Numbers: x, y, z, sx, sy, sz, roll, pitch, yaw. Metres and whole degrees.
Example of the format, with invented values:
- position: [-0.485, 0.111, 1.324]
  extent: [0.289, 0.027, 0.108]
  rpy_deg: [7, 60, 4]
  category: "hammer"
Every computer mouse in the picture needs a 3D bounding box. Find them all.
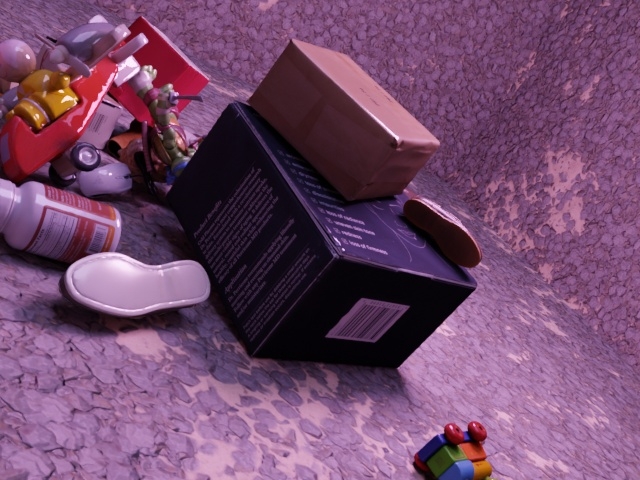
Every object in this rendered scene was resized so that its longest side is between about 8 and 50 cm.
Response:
- position: [-0.441, -0.135, 1.771]
  extent: [0.042, 0.106, 0.193]
  rpy_deg: [-5, 10, 40]
  category: "computer mouse"

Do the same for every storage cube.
- position: [-0.435, -0.424, 2.064]
  extent: [0.215, 0.193, 0.183]
  rpy_deg: [46, 5, 7]
  category: "storage cube"

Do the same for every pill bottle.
- position: [-0.467, -0.031, 1.396]
  extent: [0.216, 0.121, 0.121]
  rpy_deg: [20, 20, -35]
  category: "pill bottle"

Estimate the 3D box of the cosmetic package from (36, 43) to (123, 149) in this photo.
- position: [-0.630, -0.371, 2.050]
  extent: [0.153, 0.129, 0.296]
  rpy_deg: [17, 22, -41]
  category: "cosmetic package"

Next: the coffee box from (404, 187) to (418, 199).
- position: [0.135, -0.002, 2.078]
  extent: [0.119, 0.297, 0.168]
  rpy_deg: [43, 19, 31]
  category: "coffee box"

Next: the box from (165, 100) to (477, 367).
- position: [0.000, 0.000, 1.746]
  extent: [0.480, 0.297, 0.472]
  rpy_deg: [14, 35, -46]
  category: "box"

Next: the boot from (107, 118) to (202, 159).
- position: [-0.405, -0.234, 2.137]
  extent: [0.264, 0.096, 0.280]
  rpy_deg: [35, 19, -12]
  category: "boot"

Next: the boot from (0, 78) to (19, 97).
- position: [-0.792, -0.386, 1.873]
  extent: [0.211, 0.104, 0.295]
  rpy_deg: [16, 4, -2]
  category: "boot"

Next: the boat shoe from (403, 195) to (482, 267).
- position: [0.273, -0.025, 1.743]
  extent: [0.207, 0.073, 0.073]
  rpy_deg: [46, 26, 15]
  category: "boat shoe"

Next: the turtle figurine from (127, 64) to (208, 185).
- position: [-0.300, -0.286, 1.809]
  extent: [0.197, 0.275, 0.266]
  rpy_deg: [-4, 51, -45]
  category: "turtle figurine"

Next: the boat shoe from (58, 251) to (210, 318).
- position: [-0.324, 0.084, 1.381]
  extent: [0.305, 0.091, 0.109]
  rpy_deg: [4, 69, -54]
  category: "boat shoe"

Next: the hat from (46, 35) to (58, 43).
- position: [-0.638, -0.471, 2.302]
  extent: [0.331, 0.134, 0.331]
  rpy_deg: [18, 0, 0]
  category: "hat"

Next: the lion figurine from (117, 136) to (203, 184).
- position: [-0.289, -0.121, 1.949]
  extent: [0.392, 0.142, 0.240]
  rpy_deg: [38, 26, 4]
  category: "lion figurine"

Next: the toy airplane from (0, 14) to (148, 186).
- position: [-0.538, -0.335, 1.670]
  extent: [0.272, 0.386, 0.384]
  rpy_deg: [35, 13, -28]
  category: "toy airplane"

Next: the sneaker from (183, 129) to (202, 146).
- position: [-0.275, -0.232, 2.103]
  extent: [0.252, 0.111, 0.103]
  rpy_deg: [32, 28, 12]
  category: "sneaker"

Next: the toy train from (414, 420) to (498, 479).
- position: [0.299, 0.427, 1.521]
  extent: [0.248, 0.105, 0.143]
  rpy_deg: [12, 36, -49]
  category: "toy train"

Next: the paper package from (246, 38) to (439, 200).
- position: [0.058, -0.249, 1.715]
  extent: [0.325, 0.168, 0.309]
  rpy_deg: [45, 21, 16]
  category: "paper package"
